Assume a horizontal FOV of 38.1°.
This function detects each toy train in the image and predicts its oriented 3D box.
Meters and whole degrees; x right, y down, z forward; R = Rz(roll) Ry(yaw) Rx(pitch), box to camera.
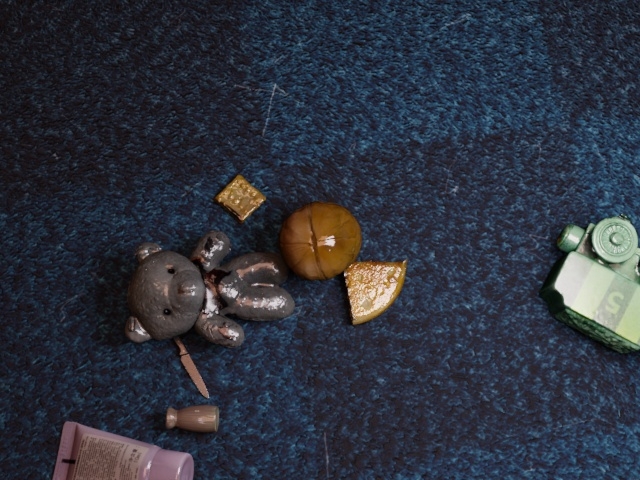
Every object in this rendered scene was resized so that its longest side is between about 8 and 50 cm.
[{"bbox_3d":[0.606,0.092,1.885,0.299,0.167,0.238,28,81,6],"label":"toy train"}]

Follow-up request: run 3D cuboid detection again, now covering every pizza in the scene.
[{"bbox_3d":[0.099,0.093,1.923,0.131,0.041,0.178,29,75,3],"label":"pizza"}]

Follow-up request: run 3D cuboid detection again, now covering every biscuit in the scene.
[{"bbox_3d":[-0.171,-0.089,1.974,0.083,0.018,0.081,41,76,8],"label":"biscuit"}]

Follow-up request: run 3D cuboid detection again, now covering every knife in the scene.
[{"bbox_3d":[-0.269,0.247,1.881,0.023,0.010,0.170,-29,79,-10],"label":"knife"}]

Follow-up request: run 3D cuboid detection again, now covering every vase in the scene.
[{"bbox_3d":[-0.253,0.352,1.830,0.100,0.053,0.053,1,74,2],"label":"vase"}]

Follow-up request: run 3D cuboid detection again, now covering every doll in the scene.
[{"bbox_3d":[-0.221,0.092,1.849,0.340,0.158,0.246,-2,77,-4],"label":"doll"}]

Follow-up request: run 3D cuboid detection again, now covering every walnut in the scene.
[{"bbox_3d":[0.000,0.000,1.864,0.167,0.207,0.167,1,96,9],"label":"walnut"}]

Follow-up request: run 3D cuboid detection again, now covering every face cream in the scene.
[{"bbox_3d":[-0.387,0.442,1.789,0.273,0.096,0.154,5,76,12],"label":"face cream"}]
